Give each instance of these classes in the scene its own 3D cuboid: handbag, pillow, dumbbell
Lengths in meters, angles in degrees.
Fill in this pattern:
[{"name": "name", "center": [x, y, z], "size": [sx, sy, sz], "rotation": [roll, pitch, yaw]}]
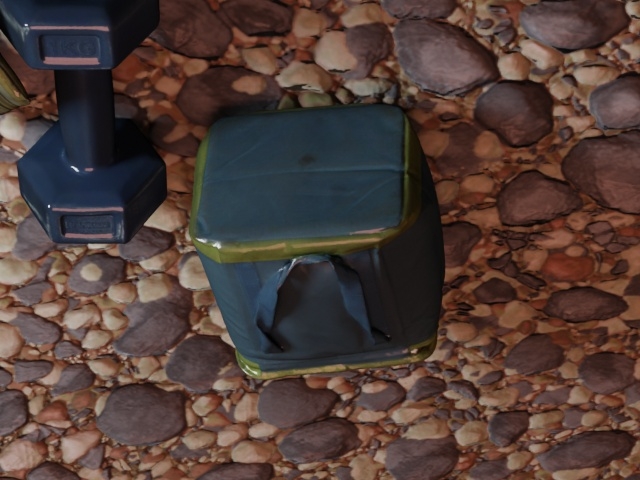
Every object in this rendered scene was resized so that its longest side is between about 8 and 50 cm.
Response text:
[{"name": "handbag", "center": [0.000, 0.000, 1.577], "size": [0.263, 0.222, 0.241], "rotation": [-6, 141, 5]}, {"name": "pillow", "center": [-0.351, -0.163, 1.429], "size": [0.113, 0.038, 0.203], "rotation": [52, 153, -18]}, {"name": "dumbbell", "center": [-0.236, -0.142, 1.467], "size": [0.143, 0.156, 0.316], "rotation": [-23, 143, -23]}]
